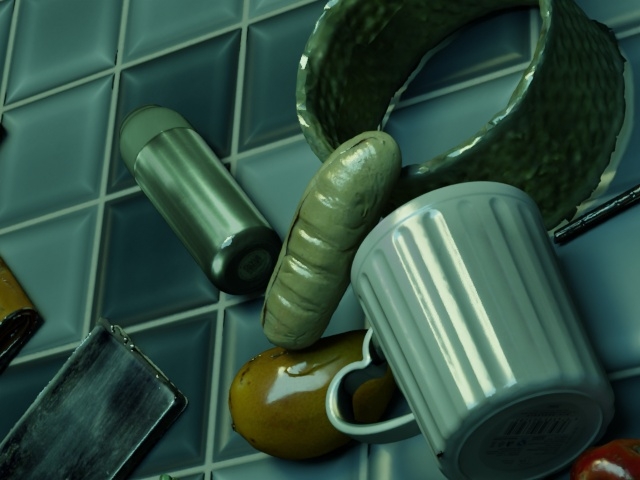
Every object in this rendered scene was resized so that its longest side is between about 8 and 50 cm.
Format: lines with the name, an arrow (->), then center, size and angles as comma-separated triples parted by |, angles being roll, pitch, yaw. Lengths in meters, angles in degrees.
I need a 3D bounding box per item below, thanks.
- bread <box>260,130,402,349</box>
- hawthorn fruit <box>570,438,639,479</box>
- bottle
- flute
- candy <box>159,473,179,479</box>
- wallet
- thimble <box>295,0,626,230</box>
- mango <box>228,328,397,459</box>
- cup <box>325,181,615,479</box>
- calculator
bread -> 0.000, 0.001, 1.603 | 0.073, 0.053, 0.214 | 43, 119, 34
hawthorn fruit -> 0.224, 0.189, 1.452 | 0.093, 0.093, 0.093 | -19, 53, 27
bottle -> -0.122, -0.039, 1.870 | 0.254, 0.079, 0.096 | 51, 136, 43
flute -> 0.308, -0.064, 1.600 | 0.269, 0.014, 0.014 | -30, 49, 19
candy -> -0.136, 0.314, 1.670 | 0.077, 0.073, 0.262 | -33, 41, 31
wallet -> -0.388, 0.103, 2.000 | 0.195, 0.042, 0.161 | -47, 45, 3
thimble -> 0.121, -0.133, 1.690 | 0.271, 0.150, 0.271 | -19, 54, 27
mango -> -0.006, 0.131, 1.667 | 0.159, 0.084, 0.105 | -26, 56, 22
cup -> 0.122, 0.097, 1.558 | 0.221, 0.167, 0.202 | -61, 38, 39
calculator -> -0.249, 0.211, 1.843 | 0.262, 0.021, 0.161 | -50, 46, 1
